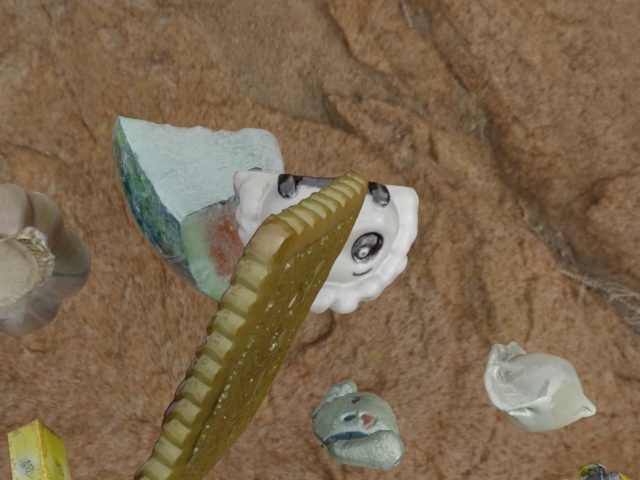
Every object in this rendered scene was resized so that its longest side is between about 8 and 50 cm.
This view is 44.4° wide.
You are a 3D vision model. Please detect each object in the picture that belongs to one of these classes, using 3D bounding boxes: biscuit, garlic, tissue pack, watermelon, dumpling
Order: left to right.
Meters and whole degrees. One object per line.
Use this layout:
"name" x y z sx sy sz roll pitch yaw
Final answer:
"garlic" -0.515 0.029 1.339 0.210 0.292 0.237 -39 111 -6
"tissue pack" -0.465 0.400 1.315 0.062 0.095 0.176 -26 48 -1
"watermelon" -0.156 -0.066 1.209 0.258 0.387 0.228 -42 47 -9
"biscuit" -0.048 0.078 0.529 0.029 0.172 0.255 32 114 9
"dumpling" 0.323 0.214 1.202 0.228 0.124 0.151 14 36 -39

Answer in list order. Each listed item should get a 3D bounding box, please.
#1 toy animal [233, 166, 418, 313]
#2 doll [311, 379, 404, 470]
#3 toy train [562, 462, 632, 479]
"toy animal" 0.000 0.000 0.889 0.208 0.204 0.156 4 95 -7
"doll" 0.043 0.229 0.963 0.103 0.214 0.072 -16 105 -8
"toy train" 0.289 0.333 0.925 0.081 0.202 0.060 30 37 -15
